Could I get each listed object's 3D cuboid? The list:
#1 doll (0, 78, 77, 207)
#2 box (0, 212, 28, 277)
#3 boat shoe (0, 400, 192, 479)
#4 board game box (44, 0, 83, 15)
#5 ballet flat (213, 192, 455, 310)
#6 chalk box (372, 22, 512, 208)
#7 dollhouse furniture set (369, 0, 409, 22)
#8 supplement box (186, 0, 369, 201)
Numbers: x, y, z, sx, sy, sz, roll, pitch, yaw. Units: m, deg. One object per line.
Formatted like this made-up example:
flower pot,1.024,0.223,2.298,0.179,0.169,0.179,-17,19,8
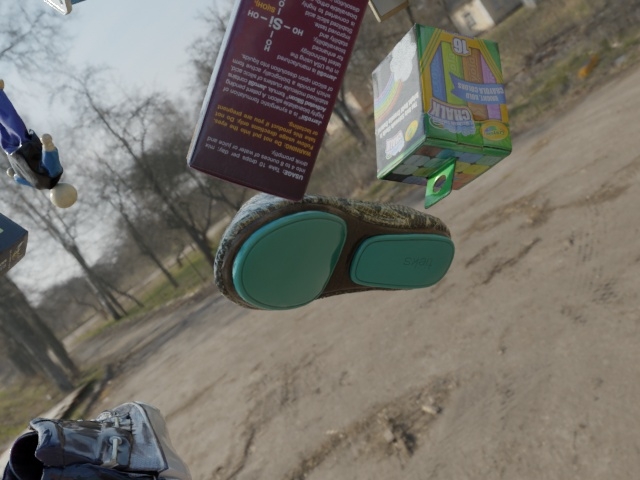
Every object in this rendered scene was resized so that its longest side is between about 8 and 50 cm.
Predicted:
doll,-0.402,-0.124,0.943,0.129,0.189,0.046,-19,20,39
box,-0.499,-0.007,0.802,0.059,0.233,0.183,-56,1,44
boat shoe,-0.262,0.233,0.765,0.340,0.158,0.127,-7,59,64
board game box,-0.515,-0.607,1.065,0.050,0.390,0.390,-35,-32,-31
ballet flat,0.000,0.000,0.964,0.483,0.182,0.164,0,-63,-49
chalk box,0.157,-0.148,0.901,0.132,0.213,0.132,5,-18,-22
dollhouse furniture set,0.184,-0.406,0.903,0.197,0.151,0.301,-37,15,-21
supplement box,-0.029,-0.130,0.485,0.104,0.081,0.188,-143,71,-75
